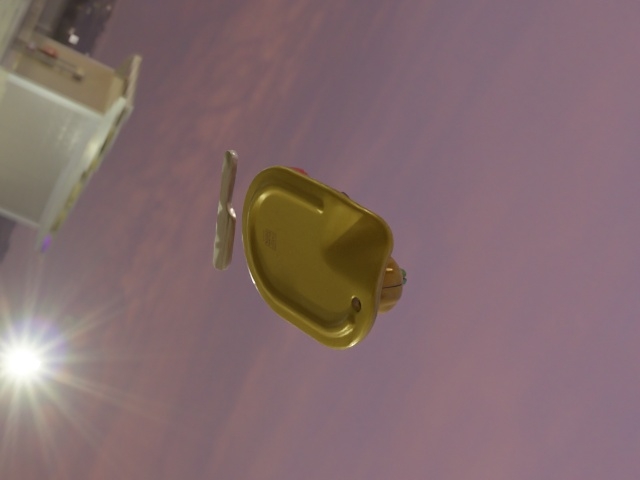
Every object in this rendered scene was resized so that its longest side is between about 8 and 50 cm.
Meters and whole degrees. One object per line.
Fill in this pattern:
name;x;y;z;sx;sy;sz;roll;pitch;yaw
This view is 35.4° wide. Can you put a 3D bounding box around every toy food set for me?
toy food set;0.000;0.000;0.809;0.218;0.071;0.128;30;-56;47
